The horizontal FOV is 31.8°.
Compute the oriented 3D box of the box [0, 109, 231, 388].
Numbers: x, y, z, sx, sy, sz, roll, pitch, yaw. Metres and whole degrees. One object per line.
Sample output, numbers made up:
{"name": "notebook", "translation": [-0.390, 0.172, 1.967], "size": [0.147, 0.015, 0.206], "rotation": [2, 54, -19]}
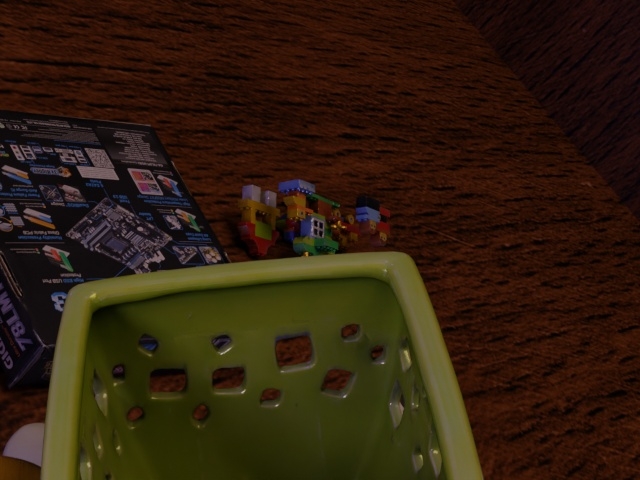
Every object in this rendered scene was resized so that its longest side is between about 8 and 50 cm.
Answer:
{"name": "box", "translation": [-0.228, 0.000, 1.109], "size": [0.295, 0.073, 0.293], "rotation": [0, 51, -51]}

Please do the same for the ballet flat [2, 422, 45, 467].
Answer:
{"name": "ballet flat", "translation": [-0.152, 0.277, 0.773], "size": [0.139, 0.139, 0.400], "rotation": [25, 34, -29]}

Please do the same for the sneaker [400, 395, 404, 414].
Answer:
{"name": "sneaker", "translation": [-0.005, 0.179, 1.050], "size": [0.292, 0.169, 0.108], "rotation": [7, 47, -44]}

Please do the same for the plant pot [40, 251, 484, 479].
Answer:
{"name": "plant pot", "translation": [-0.033, 0.159, 0.680], "size": [0.228, 0.207, 0.227], "rotation": [-6, 35, -3]}

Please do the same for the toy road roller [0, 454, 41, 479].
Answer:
{"name": "toy road roller", "translation": [-0.266, 0.268, 0.579], "size": [0.240, 0.202, 0.329], "rotation": [23, 36, -32]}

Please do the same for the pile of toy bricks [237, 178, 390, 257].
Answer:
{"name": "pile of toy bricks", "translation": [0.000, 0.000, 1.373], "size": [0.212, 0.118, 0.105], "rotation": [17, 70, -52]}
